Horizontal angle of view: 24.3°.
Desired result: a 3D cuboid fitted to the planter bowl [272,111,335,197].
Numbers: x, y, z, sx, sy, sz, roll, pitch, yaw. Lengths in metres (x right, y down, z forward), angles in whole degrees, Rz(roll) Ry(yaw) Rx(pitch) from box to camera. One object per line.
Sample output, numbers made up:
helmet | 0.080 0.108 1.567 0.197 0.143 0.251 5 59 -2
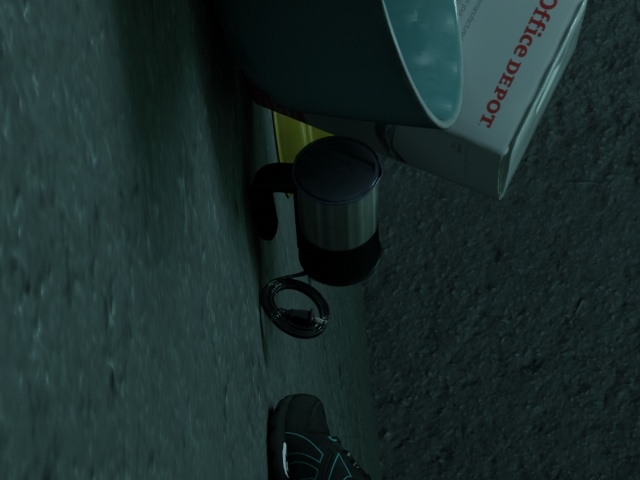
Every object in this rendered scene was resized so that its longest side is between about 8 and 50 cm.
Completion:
planter bowl | -0.006 -0.165 1.835 0.217 0.090 0.217 -6 90 -86

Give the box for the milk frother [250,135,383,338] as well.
milk frother | 0.000 0.000 1.411 0.134 0.129 0.143 85 -5 -53

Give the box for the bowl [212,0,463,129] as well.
bowl | 0.007 -0.235 1.308 0.311 0.163 0.311 -11 90 -71

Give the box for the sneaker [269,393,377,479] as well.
sneaker | 0.007 0.241 1.359 0.267 0.106 0.101 -93 174 -53

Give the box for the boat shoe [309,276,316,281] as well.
boat shoe | 0.006 0.004 2.076 0.133 0.049 0.042 -82 175 -54

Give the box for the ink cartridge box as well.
ink cartridge box | 0.095 -0.191 1.485 0.207 0.283 0.117 -62 166 -18
